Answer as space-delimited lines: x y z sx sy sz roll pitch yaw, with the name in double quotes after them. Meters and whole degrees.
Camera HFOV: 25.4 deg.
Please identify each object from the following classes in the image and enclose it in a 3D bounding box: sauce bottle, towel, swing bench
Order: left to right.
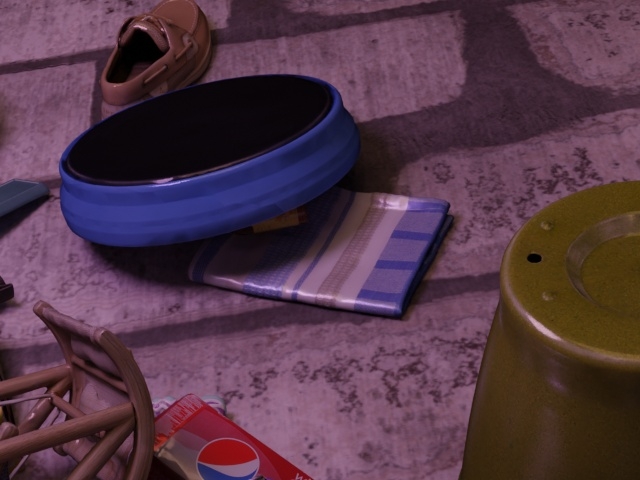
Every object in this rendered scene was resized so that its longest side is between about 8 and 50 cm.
-0.291 0.196 1.342 0.255 0.165 0.253 -34 16 -18 "swing bench"
-0.081 -0.028 1.725 0.128 0.042 0.042 -13 38 -4 "sauce bottle"
0.000 0.000 1.736 0.285 0.034 0.209 9 42 22 "towel"

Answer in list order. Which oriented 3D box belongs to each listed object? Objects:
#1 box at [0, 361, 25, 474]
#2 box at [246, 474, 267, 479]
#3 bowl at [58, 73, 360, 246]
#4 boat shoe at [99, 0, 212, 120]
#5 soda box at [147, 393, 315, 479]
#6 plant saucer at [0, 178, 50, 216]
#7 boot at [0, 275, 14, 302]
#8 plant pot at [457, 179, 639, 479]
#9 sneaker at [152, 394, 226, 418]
-0.382 0.158 1.572 0.058 0.087 0.232 -19 40 -10 "box"
-0.091 0.336 1.217 0.175 0.051 0.220 -22 62 5 "box"
-0.147 -0.114 1.800 0.391 0.077 0.391 -12 24 5 "bowl"
-0.239 -0.277 2.074 0.122 0.110 0.341 -1 39 11 "boat shoe"
-0.057 0.257 1.337 0.263 0.092 0.083 33 53 26 "soda box"
-0.443 -0.041 1.852 0.067 0.018 0.192 10 26 33 "plant saucer"
-0.533 0.068 1.733 0.263 0.091 0.229 24 43 30 "boot"
0.280 0.152 1.223 0.367 0.353 0.366 -6 38 5 "plant pot"
-0.149 0.199 1.508 0.098 0.038 0.069 -9 37 1 "sneaker"
